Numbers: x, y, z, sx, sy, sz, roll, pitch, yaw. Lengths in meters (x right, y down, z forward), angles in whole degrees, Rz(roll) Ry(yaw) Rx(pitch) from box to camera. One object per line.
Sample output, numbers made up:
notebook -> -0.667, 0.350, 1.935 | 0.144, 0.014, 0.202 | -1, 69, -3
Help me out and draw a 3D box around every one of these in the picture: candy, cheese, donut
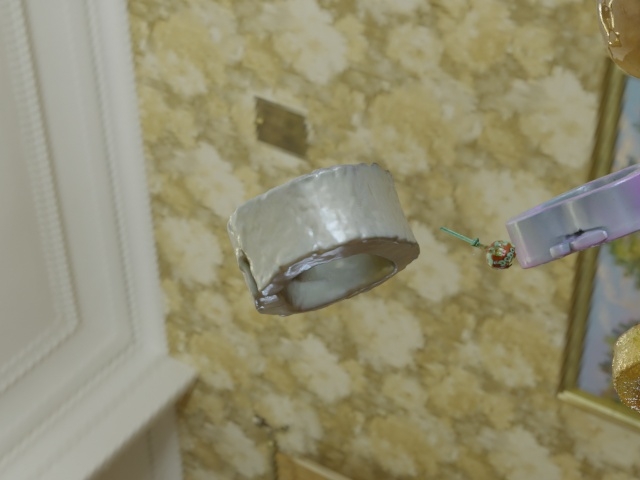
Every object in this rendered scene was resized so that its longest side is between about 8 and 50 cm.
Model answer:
candy -> 0.276, 0.005, 2.341 | 0.055, 0.184, 0.049 | -47, -49, -14
cheese -> -0.001, 0.003, 2.140 | 0.332, 0.292, 0.153 | 38, -150, -69
donut -> 0.635, 0.234, 2.337 | 0.253, 0.253, 0.118 | 78, -153, -48

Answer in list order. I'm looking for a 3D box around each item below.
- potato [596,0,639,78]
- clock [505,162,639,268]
potato -> 0.359, -0.260, 1.267 | 0.146, 0.150, 0.234 | 13, -57, -37
clock -> 0.519, -0.053, 2.476 | 0.338, 0.338, 0.102 | -23, -90, -55
